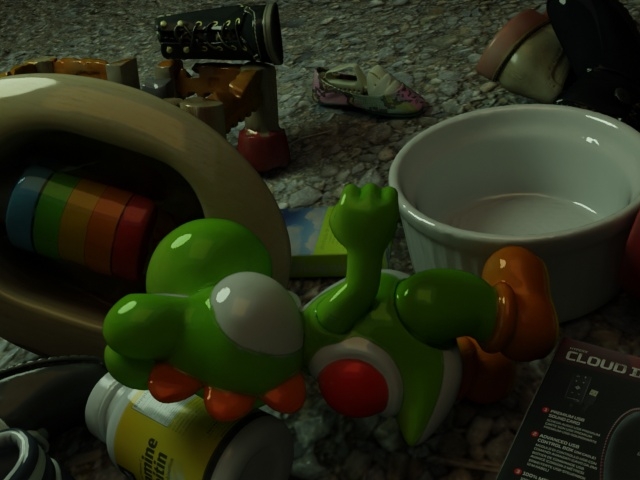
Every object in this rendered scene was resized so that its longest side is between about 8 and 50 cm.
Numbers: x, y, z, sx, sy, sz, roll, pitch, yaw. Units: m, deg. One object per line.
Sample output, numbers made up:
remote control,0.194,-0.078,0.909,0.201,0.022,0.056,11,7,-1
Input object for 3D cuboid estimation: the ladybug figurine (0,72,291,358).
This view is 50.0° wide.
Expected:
ladybug figurine,-0.245,-0.021,0.768,0.449,0.305,0.162,21,6,3

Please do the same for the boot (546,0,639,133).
boot,0.367,-0.225,0.936,0.207,0.246,0.094,-40,2,-36

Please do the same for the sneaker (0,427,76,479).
sneaker,-0.295,0.265,0.498,0.099,0.153,0.282,12,42,31

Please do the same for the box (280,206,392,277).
box,0.000,0.000,0.869,0.178,0.042,0.109,-2,36,15

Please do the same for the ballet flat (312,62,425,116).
ballet flat,0.074,-0.264,1.179,0.221,0.079,0.077,16,43,33

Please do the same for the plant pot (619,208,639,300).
plant pot,0.403,0.000,0.631,0.174,0.191,0.191,28,51,34

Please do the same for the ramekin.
ramekin,0.221,-0.031,0.768,0.277,0.135,0.277,-8,35,6

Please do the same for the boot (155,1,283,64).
boot,-0.147,-0.293,0.990,0.179,0.085,0.236,-6,20,-5

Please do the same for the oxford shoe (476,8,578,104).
oxford shoe,0.412,-0.319,1.148,0.146,0.140,0.397,43,52,14

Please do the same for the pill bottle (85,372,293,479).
pill bottle,-0.122,0.176,0.612,0.184,0.103,0.103,15,44,33

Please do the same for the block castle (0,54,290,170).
block castle,-0.295,-0.136,1.011,0.453,0.212,0.303,5,27,13

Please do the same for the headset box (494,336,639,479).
headset box,0.234,0.203,0.462,0.218,0.110,0.293,13,43,31

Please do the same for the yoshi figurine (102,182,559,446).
yoshi figurine,0.000,0.051,0.605,0.362,0.203,0.203,2,3,-15

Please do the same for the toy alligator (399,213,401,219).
toy alligator,0.126,-0.079,0.932,0.056,0.051,0.189,-4,36,10

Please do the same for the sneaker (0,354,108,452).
sneaker,-0.325,0.223,0.619,0.331,0.122,0.146,-24,55,-18
